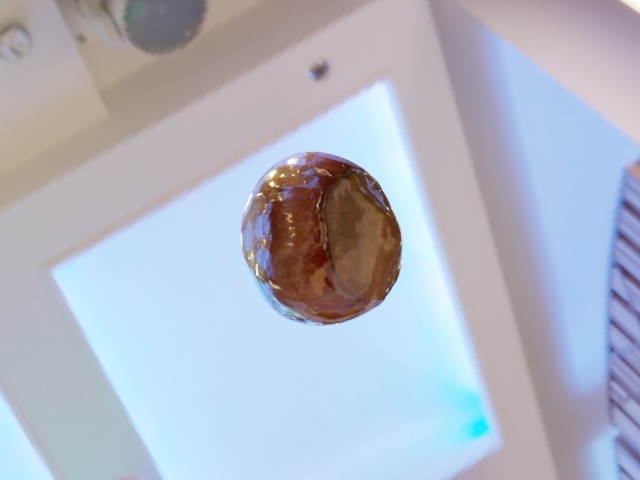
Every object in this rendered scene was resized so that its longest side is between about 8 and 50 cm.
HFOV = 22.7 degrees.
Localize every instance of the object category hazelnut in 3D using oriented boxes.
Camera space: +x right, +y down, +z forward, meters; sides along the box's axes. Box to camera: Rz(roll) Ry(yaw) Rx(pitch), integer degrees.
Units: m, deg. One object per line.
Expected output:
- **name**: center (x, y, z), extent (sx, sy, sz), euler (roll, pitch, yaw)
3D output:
- **hazelnut**: center (0.000, 0.000, 0.779), extent (0.086, 0.086, 0.086), euler (-17, -51, -22)
